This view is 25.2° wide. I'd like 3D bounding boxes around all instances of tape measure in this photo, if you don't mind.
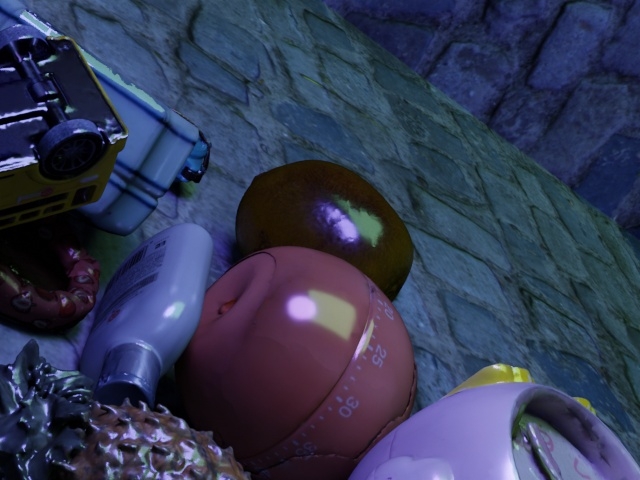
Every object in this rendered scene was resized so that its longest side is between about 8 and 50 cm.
[{"bbox_3d":[-0.206,-0.132,1.856,0.146,0.081,0.125,36,17,-15],"label":"tape measure"}]

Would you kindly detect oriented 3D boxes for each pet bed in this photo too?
[{"bbox_3d":[-0.301,0.011,1.405,0.201,0.053,0.201,37,22,-18],"label":"pet bed"}]

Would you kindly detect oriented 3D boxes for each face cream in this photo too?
[{"bbox_3d":[-0.168,0.083,1.362,0.071,0.144,0.291,45,16,-16],"label":"face cream"}]

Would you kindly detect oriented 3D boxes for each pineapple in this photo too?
[{"bbox_3d":[-0.212,0.167,1.131,0.310,0.141,0.170,32,45,-5],"label":"pineapple"}]

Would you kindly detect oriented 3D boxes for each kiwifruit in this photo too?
[{"bbox_3d":[0.000,0.000,1.799,0.234,0.196,0.196,41,19,11],"label":"kiwifruit"}]

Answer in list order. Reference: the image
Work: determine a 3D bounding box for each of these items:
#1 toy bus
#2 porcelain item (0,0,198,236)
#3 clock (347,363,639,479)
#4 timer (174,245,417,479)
[{"bbox_3d":[-0.344,-0.068,1.235,0.331,0.151,0.145,-18,63,-30],"label":"toy bus"},{"bbox_3d":[-0.286,-0.138,1.520,0.281,0.157,0.286,34,1,-18],"label":"porcelain item"},{"bbox_3d":[0.172,0.339,1.281,0.368,0.250,0.377,28,35,-40],"label":"clock"},{"bbox_3d":[-0.024,0.127,1.419,0.215,0.229,0.229,45,17,-19],"label":"timer"}]
